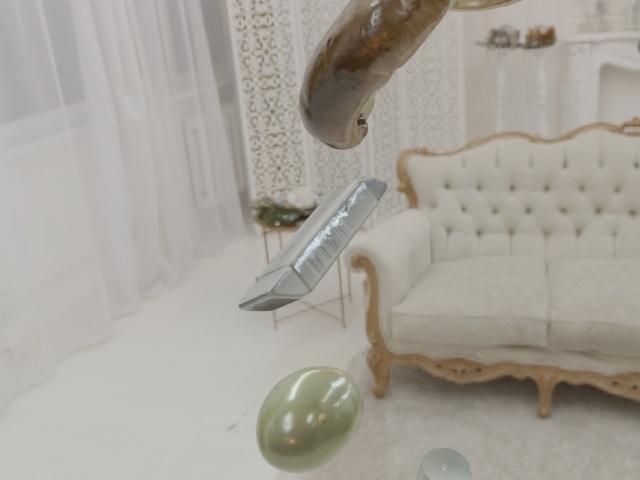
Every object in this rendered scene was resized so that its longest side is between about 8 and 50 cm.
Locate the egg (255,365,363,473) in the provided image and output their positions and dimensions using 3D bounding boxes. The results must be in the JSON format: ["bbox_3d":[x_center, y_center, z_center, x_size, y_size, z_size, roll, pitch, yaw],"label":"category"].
[{"bbox_3d":[-0.025,0.406,1.656,0.269,0.219,0.219,-39,32,-18],"label":"egg"}]

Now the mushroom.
[{"bbox_3d":[0.035,-0.145,0.573,0.072,0.210,0.094,33,55,-2],"label":"mushroom"}]

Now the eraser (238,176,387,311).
[{"bbox_3d":[0.000,0.000,1.119,0.089,0.061,0.352,-27,18,44],"label":"eraser"}]

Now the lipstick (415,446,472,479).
[{"bbox_3d":[0.154,0.400,1.031,0.070,0.254,0.070,5,37,-3],"label":"lipstick"}]

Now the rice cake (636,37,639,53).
[{"bbox_3d":[0.372,-0.107,0.641,0.081,0.051,0.290,6,48,-20],"label":"rice cake"}]

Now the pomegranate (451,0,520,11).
[{"bbox_3d":[0.154,-0.394,0.717,0.319,0.319,0.319,-5,21,2],"label":"pomegranate"}]
